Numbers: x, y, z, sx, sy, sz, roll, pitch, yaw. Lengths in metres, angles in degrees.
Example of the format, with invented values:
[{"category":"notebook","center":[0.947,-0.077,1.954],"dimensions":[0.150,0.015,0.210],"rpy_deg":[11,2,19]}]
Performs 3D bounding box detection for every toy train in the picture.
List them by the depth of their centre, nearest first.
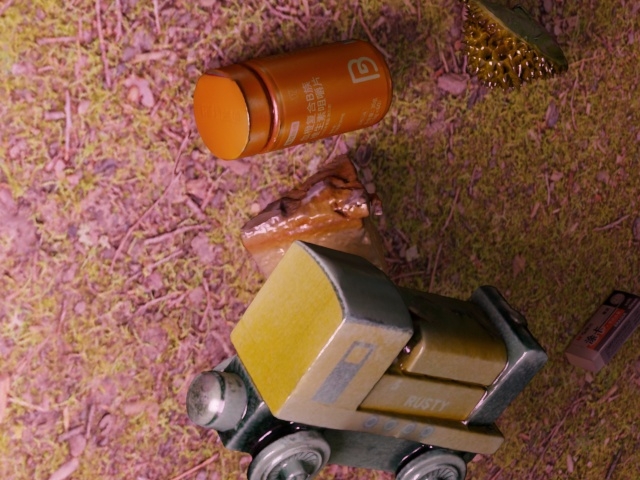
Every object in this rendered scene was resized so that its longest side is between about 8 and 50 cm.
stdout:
[{"category":"toy train","center":[0.057,0.150,1.553],"dimensions":[0.397,0.160,0.253],"rpy_deg":[16,119,-41]}]

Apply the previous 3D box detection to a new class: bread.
[{"category":"bread","center":[0.000,0.000,1.590],"dimensions":[0.152,0.127,0.147],"rpy_deg":[-22,122,2]}]

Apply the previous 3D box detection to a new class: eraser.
[{"category":"eraser","center":[0.374,0.117,1.937],"dimensions":[0.122,0.052,0.029],"rpy_deg":[-47,125,-22]}]

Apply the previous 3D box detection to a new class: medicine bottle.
[{"category":"medicine bottle","center":[-0.026,-0.145,1.508],"dimensions":[0.192,0.096,0.096],"rpy_deg":[-16,111,-37]}]

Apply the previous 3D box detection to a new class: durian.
[{"category":"durian","center":[0.217,-0.229,1.723],"dimensions":[0.215,0.086,0.100],"rpy_deg":[18,55,-44]}]
